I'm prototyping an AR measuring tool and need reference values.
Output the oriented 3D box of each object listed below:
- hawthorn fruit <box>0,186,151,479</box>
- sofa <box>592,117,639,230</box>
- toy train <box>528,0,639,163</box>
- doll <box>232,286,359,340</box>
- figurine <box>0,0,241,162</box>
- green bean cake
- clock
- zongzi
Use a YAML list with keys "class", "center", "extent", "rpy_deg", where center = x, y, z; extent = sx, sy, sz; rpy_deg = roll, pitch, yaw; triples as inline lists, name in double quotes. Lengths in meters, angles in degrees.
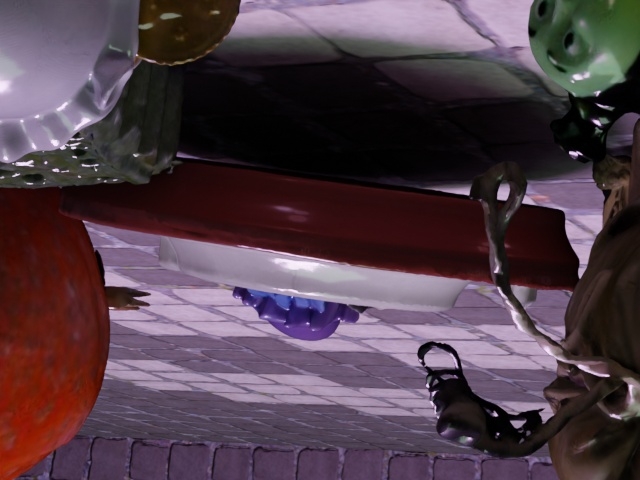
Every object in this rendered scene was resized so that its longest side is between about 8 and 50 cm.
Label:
- class: "hawthorn fruit"
  center: [-0.253, 0.054, 1.248]
  extent: [0.307, 0.276, 0.276]
  rpy_deg: [-2, 176, -44]
- class: "sofa"
  center: [0.285, 0.043, 1.041]
  extent: [0.258, 0.200, 0.182]
  rpy_deg: [11, 169, -17]
- class: "toy train"
  center: [0.197, -0.075, 0.621]
  extent: [0.296, 0.161, 0.100]
  rpy_deg: [14, -152, -32]
- class: "doll"
  center: [-0.026, 0.035, 1.470]
  extent: [0.110, 0.067, 0.206]
  rpy_deg: [17, 160, 18]
- class: "figurine"
  center: [-0.172, -0.102, 0.758]
  extent: [0.271, 0.143, 0.143]
  rpy_deg: [-3, 169, -8]
- class: "green bean cake"
  center: [-0.168, -0.085, 0.908]
  extent: [0.173, 0.094, 0.181]
  rpy_deg: [2, 168, 12]
- class: "clock"
  center: [0.000, 0.000, 1.088]
  extent: [0.318, 0.080, 0.318]
  rpy_deg: [7, -177, 0]
- class: "zongzi"
  center: [0.183, 0.136, 0.777]
  extent: [0.181, 0.418, 0.447]
  rpy_deg: [12, -158, 25]
